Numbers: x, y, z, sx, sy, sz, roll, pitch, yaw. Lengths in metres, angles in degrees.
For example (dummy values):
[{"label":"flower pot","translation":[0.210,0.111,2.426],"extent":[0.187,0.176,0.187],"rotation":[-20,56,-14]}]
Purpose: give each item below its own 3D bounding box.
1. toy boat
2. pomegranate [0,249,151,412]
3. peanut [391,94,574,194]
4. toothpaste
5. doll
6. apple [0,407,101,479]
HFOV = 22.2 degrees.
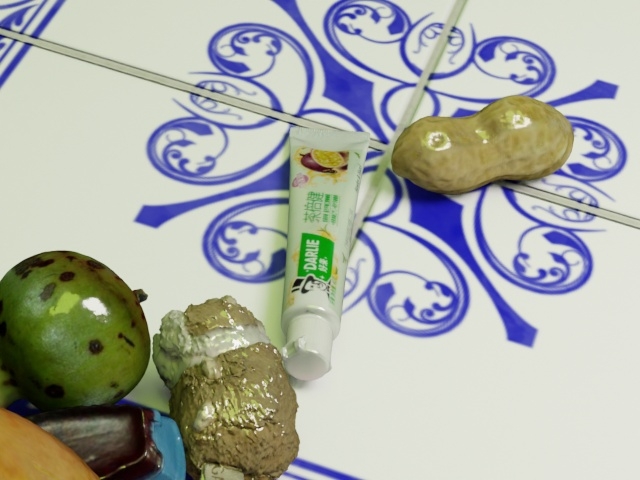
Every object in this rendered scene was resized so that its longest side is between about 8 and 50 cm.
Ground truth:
[{"label":"toy boat","translation":[-0.213,0.186,1.243],"extent":[0.223,0.097,0.100],"rotation":[-15,53,2]},{"label":"pomegranate","translation":[-0.217,0.090,1.315],"extent":[0.169,0.148,0.148],"rotation":[-42,56,7]},{"label":"peanut","translation":[0.156,-0.091,1.549],"extent":[0.193,0.089,0.089],"rotation":[-15,51,-20]},{"label":"toothpaste","translation":[0.000,0.000,1.476],"extent":[0.058,0.056,0.314],"rotation":[38,35,-27]},{"label":"doll","translation":[-0.073,0.136,1.293],"extent":[0.115,0.105,0.221],"rotation":[16,36,-24]},{"label":"apple","translation":[-0.267,0.255,0.983],"extent":[0.364,0.364,0.364],"rotation":[4,47,-4]}]
